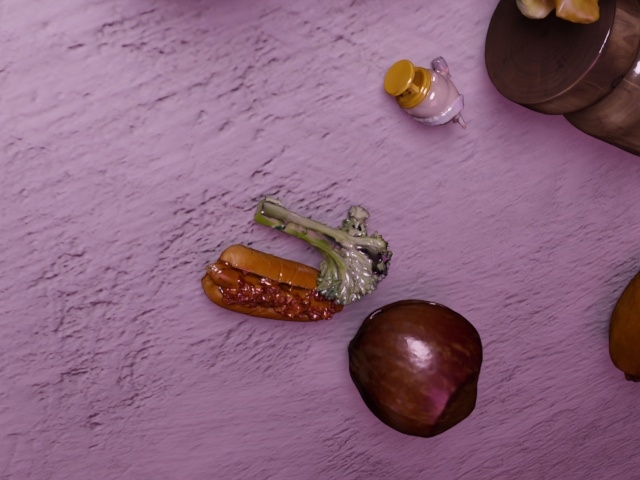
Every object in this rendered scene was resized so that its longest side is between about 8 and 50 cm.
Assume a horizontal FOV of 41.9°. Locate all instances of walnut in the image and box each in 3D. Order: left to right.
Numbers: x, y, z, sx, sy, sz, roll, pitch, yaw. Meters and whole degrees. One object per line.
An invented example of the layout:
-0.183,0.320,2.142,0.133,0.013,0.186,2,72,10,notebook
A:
0.640,0.155,1.533,0.208,0.209,0.336,-5,135,-24,walnut

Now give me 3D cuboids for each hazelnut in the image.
0.143,0.206,1.309,0.217,0.218,0.234,-8,135,-21,hazelnut

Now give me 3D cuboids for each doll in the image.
0.139,-0.183,1.023,0.127,0.073,0.084,23,86,-40,doll

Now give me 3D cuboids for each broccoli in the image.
0.000,0.001,1.109,0.204,0.118,0.122,31,104,-24,broccoli

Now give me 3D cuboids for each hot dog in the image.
-0.063,0.071,1.157,0.249,0.076,0.102,19,124,-41,hot dog

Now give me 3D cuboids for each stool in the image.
0.353,-0.216,1.019,0.264,0.179,0.179,14,124,-38,stool

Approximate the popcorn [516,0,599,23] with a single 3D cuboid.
0.258,-0.339,0.788,0.192,0.233,0.266,-7,118,-57,popcorn
